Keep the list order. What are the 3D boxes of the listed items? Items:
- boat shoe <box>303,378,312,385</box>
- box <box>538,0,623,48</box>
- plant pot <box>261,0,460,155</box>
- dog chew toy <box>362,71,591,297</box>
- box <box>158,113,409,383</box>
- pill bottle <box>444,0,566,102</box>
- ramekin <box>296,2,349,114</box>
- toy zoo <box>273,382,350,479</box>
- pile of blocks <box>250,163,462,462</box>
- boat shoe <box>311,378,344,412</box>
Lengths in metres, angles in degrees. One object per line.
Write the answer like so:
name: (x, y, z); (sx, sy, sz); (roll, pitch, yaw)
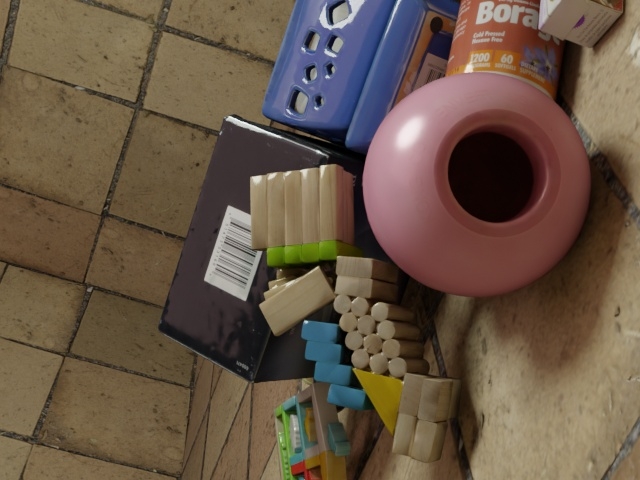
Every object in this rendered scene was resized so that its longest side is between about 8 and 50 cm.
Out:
boat shoe: (0.002, 0.174, 1.712); (0.048, 0.056, 0.153); (114, 176, -54)
box: (0.282, -0.350, 1.070); (0.067, 0.063, 0.323); (127, 158, -59)
plant pot: (0.099, -0.209, 1.264); (0.212, 0.236, 0.235); (34, 106, 50)
dog chew toy: (0.137, -0.045, 1.005); (0.332, 0.207, 0.206); (129, 157, -85)
box: (-0.017, 0.017, 1.339); (0.294, 0.183, 0.296); (5, -74, -56)
pill bottle: (0.209, -0.234, 1.102); (0.121, 0.121, 0.216); (134, 151, -68)
ramekin: (0.049, -0.363, 2.108); (0.277, 0.135, 0.277); (-163, 90, -80)
toy zoo: (-0.013, 0.315, 1.450); (0.293, 0.030, 0.192); (132, 133, -67)
pile of blocks: (0.035, 0.082, 1.110); (0.149, 0.362, 0.113); (-31, -18, 17)
boat shoe: (0.040, 0.153, 1.494); (0.065, 0.075, 0.206); (124, 166, -66)
